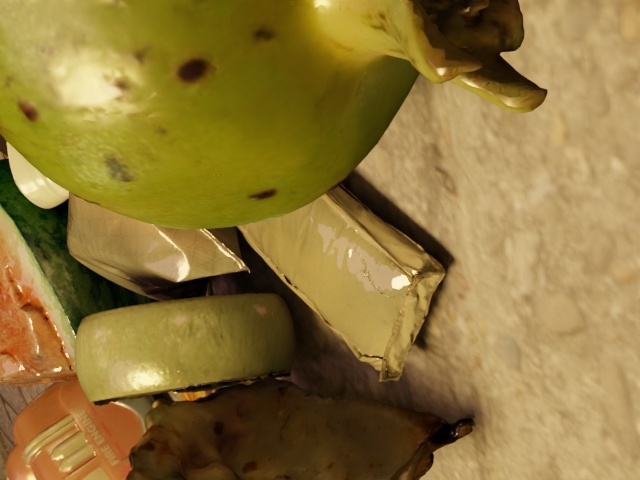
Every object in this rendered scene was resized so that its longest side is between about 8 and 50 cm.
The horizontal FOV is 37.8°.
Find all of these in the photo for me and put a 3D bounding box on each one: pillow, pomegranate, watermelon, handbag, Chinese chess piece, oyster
[{"bbox_3d":[0.000,0.000,0.672,0.208,0.053,0.119,45,144,28],"label":"pillow"},{"bbox_3d":[-0.043,-0.124,0.445,0.340,0.260,0.261,22,133,46],"label":"pomegranate"},{"bbox_3d":[-0.265,0.093,1.040,0.222,0.292,0.319,31,107,26],"label":"watermelon"},{"bbox_3d":[-0.150,-0.009,0.838,0.182,0.117,0.270,41,161,-1],"label":"handbag"},{"bbox_3d":[-0.115,0.090,0.806,0.188,0.188,0.083,-25,71,62],"label":"Chinese chess piece"},{"bbox_3d":[-0.060,0.186,0.716,0.361,0.221,0.096,0,98,49],"label":"oyster"}]

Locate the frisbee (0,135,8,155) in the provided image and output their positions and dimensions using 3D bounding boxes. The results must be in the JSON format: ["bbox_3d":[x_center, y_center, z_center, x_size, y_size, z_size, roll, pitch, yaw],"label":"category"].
[{"bbox_3d":[-0.316,-0.101,1.112,0.211,0.012,0.187,45,140,-8],"label":"frisbee"}]

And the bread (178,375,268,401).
[{"bbox_3d":[-0.096,0.160,0.963,0.188,0.068,0.125,61,153,0],"label":"bread"}]

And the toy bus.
[{"bbox_3d":[-0.289,0.306,1.254,0.288,0.232,0.194,50,148,22],"label":"toy bus"}]

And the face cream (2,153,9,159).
[{"bbox_3d":[-0.376,-0.168,1.146,0.072,0.051,0.182,42,146,23],"label":"face cream"}]

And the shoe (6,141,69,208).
[{"bbox_3d":[-0.262,-0.167,0.938,0.095,0.110,0.265,28,-135,-69],"label":"shoe"}]
